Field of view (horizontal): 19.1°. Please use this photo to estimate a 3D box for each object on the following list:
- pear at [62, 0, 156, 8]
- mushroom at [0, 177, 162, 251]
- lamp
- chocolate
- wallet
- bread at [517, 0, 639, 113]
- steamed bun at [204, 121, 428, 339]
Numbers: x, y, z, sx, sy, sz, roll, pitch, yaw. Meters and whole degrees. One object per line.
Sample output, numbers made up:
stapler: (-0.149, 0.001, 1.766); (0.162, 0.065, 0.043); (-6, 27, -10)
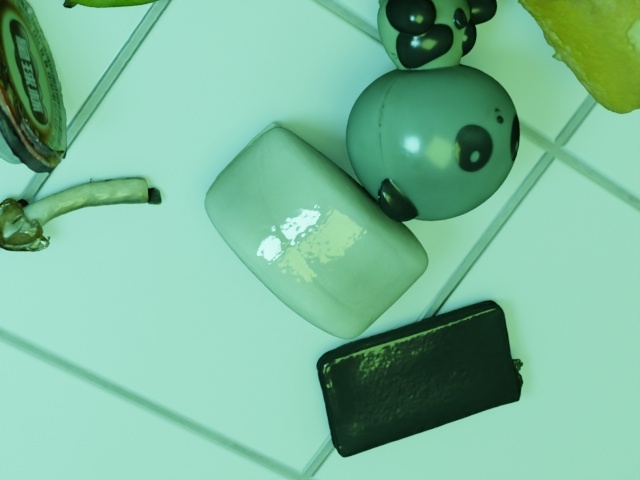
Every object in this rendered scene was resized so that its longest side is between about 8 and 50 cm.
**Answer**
pear: (-0.199, -0.290, 1.848); (0.180, 0.166, 0.216); (-9, 146, -28)
mushroom: (-0.256, -0.032, 2.016); (0.187, 0.061, 0.060); (-17, 116, -15)
lamp: (0.119, -0.142, 2.023); (0.197, 0.198, 0.244); (-5, 103, -17)
chocolate: (-0.347, -0.145, 1.859); (0.147, 0.221, 0.221); (-18, 122, 7)
wallet: (0.120, 0.159, 2.256); (0.250, 0.044, 0.149); (-18, 117, -9)
bread: (0.289, -0.324, 1.989); (0.236, 0.165, 0.375); (-40, 124, 7)
steamed bun: (0.000, 0.000, 2.058); (0.146, 0.164, 0.241); (-45, 123, 9)
